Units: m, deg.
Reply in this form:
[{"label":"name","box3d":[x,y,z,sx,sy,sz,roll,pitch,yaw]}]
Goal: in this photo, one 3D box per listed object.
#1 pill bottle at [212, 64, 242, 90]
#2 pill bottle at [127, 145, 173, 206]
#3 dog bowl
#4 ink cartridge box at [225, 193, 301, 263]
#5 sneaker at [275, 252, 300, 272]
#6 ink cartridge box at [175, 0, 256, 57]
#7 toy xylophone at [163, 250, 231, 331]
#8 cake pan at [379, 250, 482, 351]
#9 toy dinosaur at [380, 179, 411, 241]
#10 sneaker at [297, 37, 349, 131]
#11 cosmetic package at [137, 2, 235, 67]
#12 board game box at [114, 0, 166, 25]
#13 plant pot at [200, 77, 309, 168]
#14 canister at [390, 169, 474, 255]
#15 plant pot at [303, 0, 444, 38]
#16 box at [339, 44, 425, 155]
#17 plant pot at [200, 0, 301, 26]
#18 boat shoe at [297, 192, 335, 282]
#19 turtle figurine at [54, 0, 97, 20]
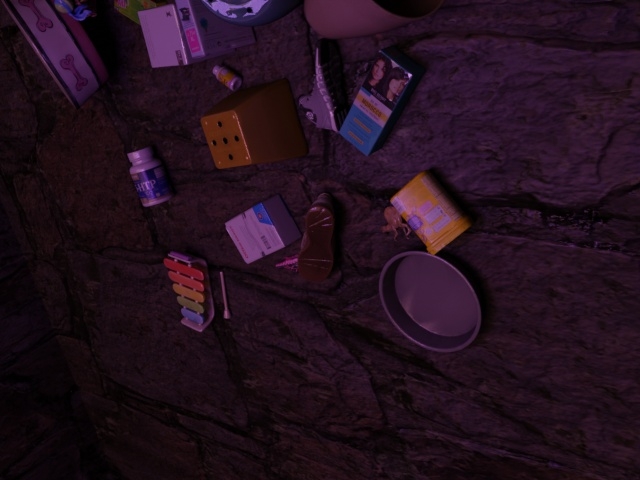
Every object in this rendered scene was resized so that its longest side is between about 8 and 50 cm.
[{"label":"pill bottle","box3d":[-0.262,-0.458,1.732,0.083,0.043,0.043,38,133,18]},{"label":"pill bottle","box3d":[-0.581,-0.219,2.098,0.112,0.112,0.186,-3,111,42]},{"label":"dog bowl","box3d":[-0.823,-0.625,1.942,0.408,0.150,0.408,52,167,17]},{"label":"ink cartridge box","box3d":[-0.176,-0.032,1.873,0.203,0.086,0.148,-23,97,46]},{"label":"sneaker","box3d":[-0.088,0.078,1.897,0.119,0.047,0.057,-14,116,46]},{"label":"ink cartridge box","box3d":[-0.283,-0.632,1.548,0.065,0.186,0.311,5,116,41]},{"label":"toy xylophone","box3d":[-0.441,0.178,2.228,0.236,0.081,0.322,8,119,37]},{"label":"cake pan","box3d":[0.288,0.150,1.601,0.293,0.054,0.293,20,126,31]},{"label":"toy dinosaur","box3d":[0.202,-0.057,1.557,0.093,0.053,0.183,42,134,16]},{"label":"sneaker","box3d":[-0.012,-0.380,1.535,0.132,0.086,0.228,9,120,40]},{"label":"cosmetic package","box3d":[-0.355,-0.558,1.654,0.152,0.184,0.151,8,118,38]},{"label":"board game box","box3d":[-0.535,-0.696,1.831,0.181,0.043,0.092,35,133,21]},{"label":"plant pot","box3d":[-0.192,-0.293,1.664,0.212,0.187,0.212,-1,113,42]},{"label":"canister","box3d":[0.262,-0.068,1.468,0.126,0.073,0.170,-42,81,25]},{"label":"plant pot","box3d":[0.082,-0.526,1.278,0.274,0.257,0.256,-12,106,60]},{"label":"box","box3d":[0.139,-0.323,1.451,0.100,0.060,0.244,42,135,14]},{"label":"plant pot","box3d":[-0.154,-0.605,1.344,0.293,0.235,0.293,7,128,10]},{"label":"boat shoe","box3d":[0.000,0.000,1.754,0.105,0.089,0.285,15,130,3]},{"label":"turtle figurine","box3d":[-0.695,-0.791,1.730,0.275,0.266,0.198,40,154,-17]}]
